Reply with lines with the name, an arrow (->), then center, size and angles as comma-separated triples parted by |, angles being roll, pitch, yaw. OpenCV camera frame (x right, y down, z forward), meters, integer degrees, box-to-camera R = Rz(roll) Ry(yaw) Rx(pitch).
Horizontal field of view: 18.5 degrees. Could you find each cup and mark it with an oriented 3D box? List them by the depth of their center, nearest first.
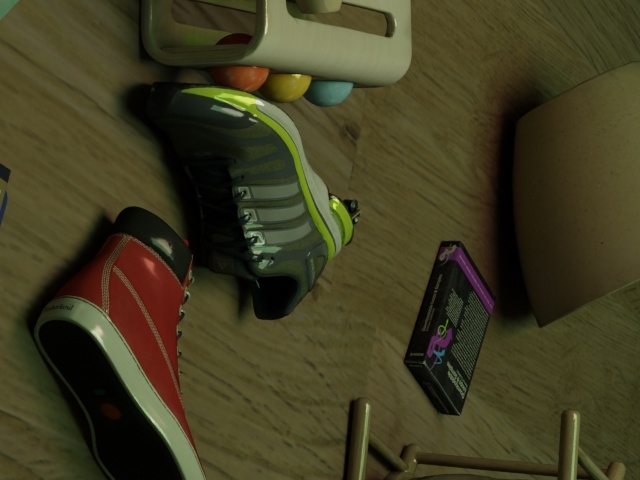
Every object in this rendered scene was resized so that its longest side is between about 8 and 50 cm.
cup -> 0.359, -0.072, 2.335 | 0.331, 0.331, 0.237 | -15, 78, -60

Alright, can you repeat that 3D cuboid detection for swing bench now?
swing bench -> 0.146, 0.307, 1.974 | 0.165, 0.253, 0.255 | 46, 53, -52

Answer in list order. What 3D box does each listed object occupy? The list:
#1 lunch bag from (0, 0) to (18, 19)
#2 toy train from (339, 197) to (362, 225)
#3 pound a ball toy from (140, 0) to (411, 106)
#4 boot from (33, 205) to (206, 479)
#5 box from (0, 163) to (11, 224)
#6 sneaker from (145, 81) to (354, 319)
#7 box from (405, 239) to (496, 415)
lunch bag -> -0.278, -0.258, 1.290 | 0.223, 0.160, 0.262 | 23, 82, -63
toy train -> 0.000, 0.000, 1.931 | 0.158, 0.027, 0.036 | -43, 131, -52
pound a ball toy -> -0.010, -0.190, 1.720 | 0.319, 0.208, 0.136 | 0, 91, -62
boot -> -0.131, 0.100, 1.644 | 0.176, 0.088, 0.244 | -58, 136, -45
box -> -0.290, -0.018, 1.399 | 0.225, 0.036, 0.136 | 40, 57, -56
sneaker -> -0.067, -0.035, 1.734 | 0.300, 0.111, 0.121 | 50, 54, -46
box -> 0.146, 0.098, 2.199 | 0.116, 0.029, 0.162 | 55, 44, -46
